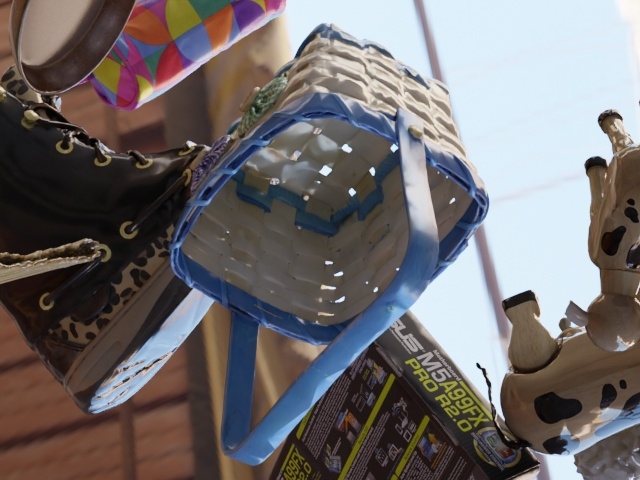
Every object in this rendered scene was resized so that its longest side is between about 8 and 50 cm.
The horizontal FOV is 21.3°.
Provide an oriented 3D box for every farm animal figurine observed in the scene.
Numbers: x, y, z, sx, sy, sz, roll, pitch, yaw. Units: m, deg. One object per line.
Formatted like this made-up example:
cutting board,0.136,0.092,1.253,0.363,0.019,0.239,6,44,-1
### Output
farm animal figurine,0.268,0.077,1.358,0.327,0.330,0.172,-36,-146,28

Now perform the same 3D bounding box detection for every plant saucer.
plant saucer,-0.206,-0.202,1.413,0.029,0.168,0.168,30,-119,18

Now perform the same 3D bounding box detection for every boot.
boot,-0.184,-0.067,1.545,0.284,0.138,0.377,39,-86,16

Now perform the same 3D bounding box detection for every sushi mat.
sushi mat,-0.321,0.048,1.193,0.316,0.151,0.019,-16,-95,23

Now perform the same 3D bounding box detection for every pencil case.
pencil case,-0.144,-0.223,1.748,0.104,0.104,0.236,31,-128,34

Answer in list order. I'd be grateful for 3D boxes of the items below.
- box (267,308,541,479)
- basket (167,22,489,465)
box,0.065,0.213,1.536,0.060,0.270,0.216,-17,-126,-36
basket,0.000,0.000,1.292,0.255,0.201,0.289,-48,-148,34
